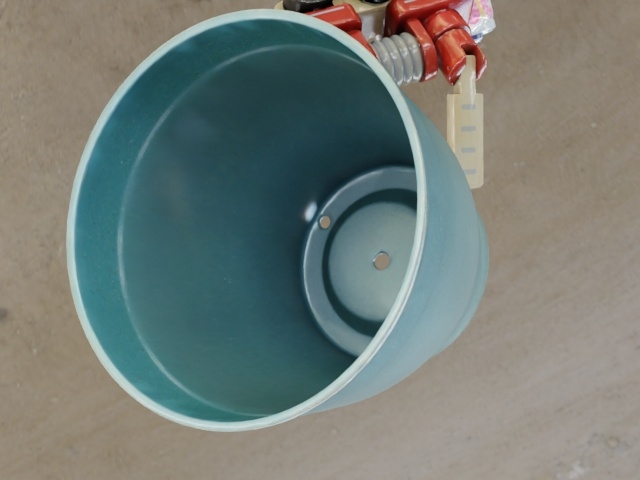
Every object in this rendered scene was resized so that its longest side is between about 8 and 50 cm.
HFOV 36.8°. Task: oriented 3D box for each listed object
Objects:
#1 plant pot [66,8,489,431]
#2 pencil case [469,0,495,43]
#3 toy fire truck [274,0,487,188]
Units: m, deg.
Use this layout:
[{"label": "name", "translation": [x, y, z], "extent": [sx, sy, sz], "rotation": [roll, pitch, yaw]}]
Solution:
[{"label": "plant pot", "translation": [0.000, 0.000, 0.722], "extent": [0.271, 0.271, 0.255], "rotation": [-42, 156, 17]}, {"label": "pencil case", "translation": [0.161, -0.410, 1.417], "extent": [0.124, 0.113, 0.273], "rotation": [-20, 97, -7]}, {"label": "toy fire truck", "translation": [0.086, -0.179, 1.064], "extent": [0.217, 0.246, 0.158], "rotation": [-18, 148, -16]}]
